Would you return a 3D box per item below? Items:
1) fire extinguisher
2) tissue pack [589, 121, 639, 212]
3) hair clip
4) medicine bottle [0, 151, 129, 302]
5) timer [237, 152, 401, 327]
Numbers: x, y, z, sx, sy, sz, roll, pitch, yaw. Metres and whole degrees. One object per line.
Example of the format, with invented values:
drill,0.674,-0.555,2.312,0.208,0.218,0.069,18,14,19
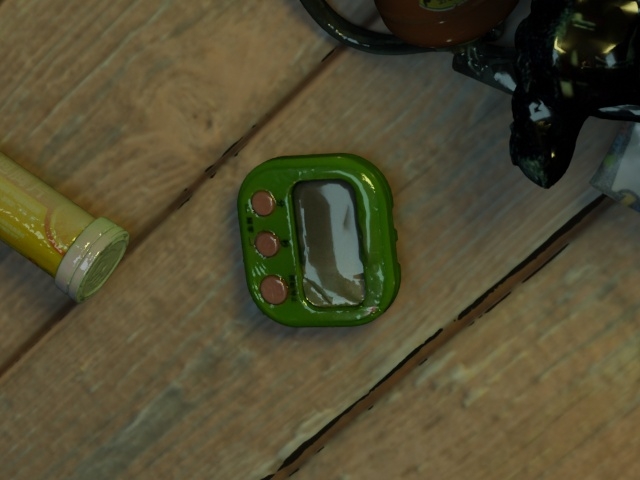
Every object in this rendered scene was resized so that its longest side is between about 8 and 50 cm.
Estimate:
fire extinguisher,0.048,-0.256,1.359,0.200,0.113,0.376,24,148,48
tissue pack,0.292,-0.058,1.377,0.155,0.065,0.115,30,111,10
hair clip,0.204,-0.187,1.259,0.194,0.206,0.310,5,81,14
medicine bottle,-0.267,-0.036,1.575,0.218,0.074,0.074,34,112,10
timer,0.000,0.000,1.504,0.128,0.047,0.140,-2,103,21
